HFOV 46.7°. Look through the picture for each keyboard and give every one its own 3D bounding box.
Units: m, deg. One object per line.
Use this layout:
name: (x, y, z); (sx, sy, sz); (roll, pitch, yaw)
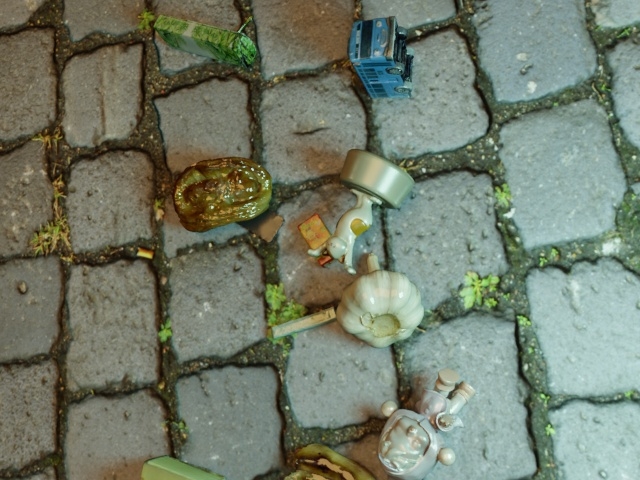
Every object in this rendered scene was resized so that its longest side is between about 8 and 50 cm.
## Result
keyboard: (-0.186, -0.071, 1.894); (0.196, 0.015, 0.074); (31, 91, 19)

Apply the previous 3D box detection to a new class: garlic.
garlic: (0.128, 0.122, 1.716); (0.199, 0.199, 0.226); (-20, 40, 10)

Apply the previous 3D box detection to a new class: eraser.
eraser: (-0.321, 0.560, 1.733); (0.172, 0.117, 0.058); (14, 86, 17)

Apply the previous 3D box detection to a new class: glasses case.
glasses case: (-0.307, -0.538, 1.976); (0.272, 0.095, 0.062); (20, 77, 23)

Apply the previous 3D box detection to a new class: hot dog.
hot dog: (-0.252, -0.117, 1.853); (0.259, 0.114, 0.175); (-14, 78, 15)

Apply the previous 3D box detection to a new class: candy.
candy: (0.000, 0.000, 1.816); (0.062, 0.038, 0.122); (-34, 72, 5)

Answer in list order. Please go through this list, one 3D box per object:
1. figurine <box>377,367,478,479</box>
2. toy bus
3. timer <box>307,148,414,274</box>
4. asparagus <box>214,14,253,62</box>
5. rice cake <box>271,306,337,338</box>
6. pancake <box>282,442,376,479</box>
figurine: (0.227, 0.409, 1.618); (0.200, 0.133, 0.276); (37, 84, 31)
toy bus: (0.147, -0.432, 1.773); (0.133, 0.234, 0.116); (3, 78, 18)
timer: (0.085, -0.059, 1.732); (0.175, 0.175, 0.266); (26, 85, 19)
asparagus: (-0.236, -0.549, 2.015); (0.016, 0.013, 0.166); (38, 89, 30)
rice cake: (-0.039, 0.199, 1.786); (0.171, 0.029, 0.033); (-19, 70, 11)
pancake: (0.033, 0.562, 1.670); (0.257, 0.056, 0.212); (-10, 75, 12)
